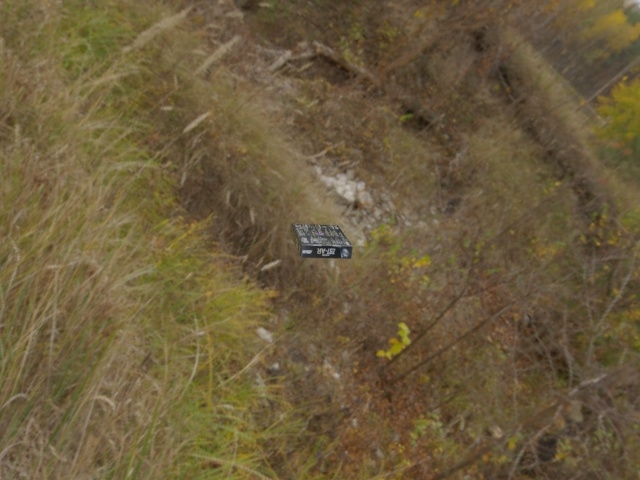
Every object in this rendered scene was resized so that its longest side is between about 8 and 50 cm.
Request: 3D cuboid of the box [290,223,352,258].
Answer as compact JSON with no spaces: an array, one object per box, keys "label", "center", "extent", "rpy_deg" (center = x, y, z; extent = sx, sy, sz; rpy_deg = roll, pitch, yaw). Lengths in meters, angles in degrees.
[{"label":"box","center":[0.000,0.000,0.814],"extent":[0.067,0.018,0.083],"rpy_deg":[1,20,-13]}]
